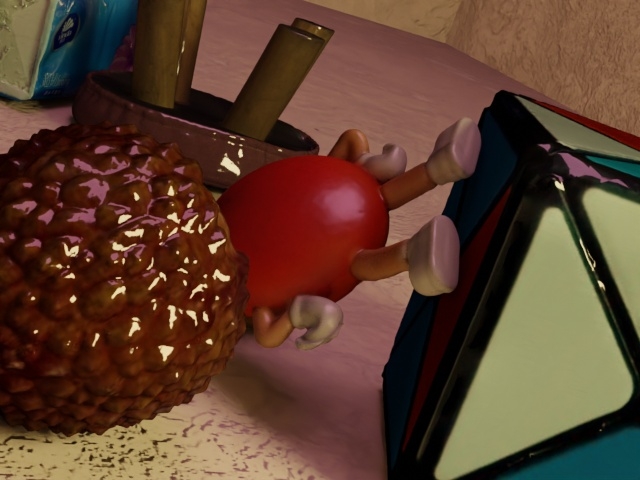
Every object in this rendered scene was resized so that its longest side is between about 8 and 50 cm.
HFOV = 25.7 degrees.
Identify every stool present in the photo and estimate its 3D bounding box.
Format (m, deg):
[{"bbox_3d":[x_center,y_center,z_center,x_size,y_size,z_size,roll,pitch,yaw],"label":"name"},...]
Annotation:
[{"bbox_3d":[-0.112,-0.168,1.485,0.272,0.178,0.272,19,13,-5],"label":"stool"}]

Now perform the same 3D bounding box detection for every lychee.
[{"bbox_3d":[-0.135,0.029,0.779,0.188,0.188,0.188,20,15,-5],"label":"lychee"}]

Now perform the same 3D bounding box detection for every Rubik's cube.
[{"bbox_3d":[0.193,0.066,0.924,0.250,0.246,0.248,19,15,-6],"label":"Rubik's cube"}]

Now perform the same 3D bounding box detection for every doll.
[{"bbox_3d":[0.000,0.000,0.934,0.217,0.085,0.183,-12,42,27],"label":"doll"}]

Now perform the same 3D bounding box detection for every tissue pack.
[{"bbox_3d":[-0.330,-0.253,1.557,0.198,0.146,0.263,23,15,11],"label":"tissue pack"}]

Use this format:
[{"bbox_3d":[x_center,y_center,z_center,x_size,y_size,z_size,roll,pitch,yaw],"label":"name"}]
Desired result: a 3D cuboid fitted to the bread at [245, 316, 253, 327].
[{"bbox_3d":[-0.073,0.027,1.041,0.132,0.074,0.053,10,29,-40],"label":"bread"}]
